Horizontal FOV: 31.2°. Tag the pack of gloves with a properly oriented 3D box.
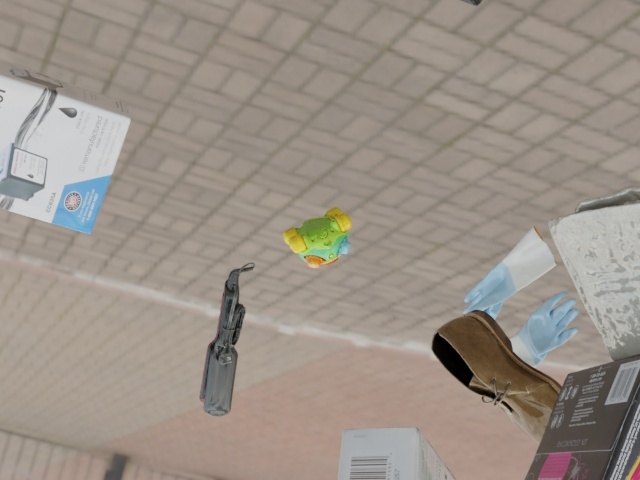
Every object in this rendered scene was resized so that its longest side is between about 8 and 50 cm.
[{"bbox_3d":[0.321,0.122,1.912,0.046,0.195,0.232,1,142,-36],"label":"pack of gloves"}]

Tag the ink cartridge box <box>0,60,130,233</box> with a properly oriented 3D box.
[{"bbox_3d":[-0.313,-0.104,1.204,0.191,0.139,0.082,16,-166,-20],"label":"ink cartridge box"}]

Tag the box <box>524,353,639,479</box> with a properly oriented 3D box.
[{"bbox_3d":[0.328,0.221,1.169,0.142,0.163,0.247,26,166,-2],"label":"box"}]

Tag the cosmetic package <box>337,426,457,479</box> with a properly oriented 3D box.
[{"bbox_3d":[0.088,0.280,1.144,0.086,0.117,0.231,-5,150,21],"label":"cosmetic package"}]

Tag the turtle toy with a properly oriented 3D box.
[{"bbox_3d":[0.000,0.000,1.652,0.095,0.066,0.130,-25,-165,-6],"label":"turtle toy"}]

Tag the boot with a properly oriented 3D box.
[{"bbox_3d":[0.291,0.241,1.797,0.115,0.305,0.112,-13,140,-44],"label":"boot"}]

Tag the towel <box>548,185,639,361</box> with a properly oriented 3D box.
[{"bbox_3d":[0.355,0.033,1.107,0.282,0.049,0.187,-8,113,58],"label":"towel"}]

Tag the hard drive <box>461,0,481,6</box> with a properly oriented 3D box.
[{"bbox_3d":[0.157,-0.315,1.265,0.022,0.094,0.135,37,-179,-38],"label":"hard drive"}]

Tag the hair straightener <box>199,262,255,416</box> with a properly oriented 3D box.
[{"bbox_3d":[-0.122,0.141,1.580,0.047,0.230,0.089,11,-164,-18],"label":"hair straightener"}]
